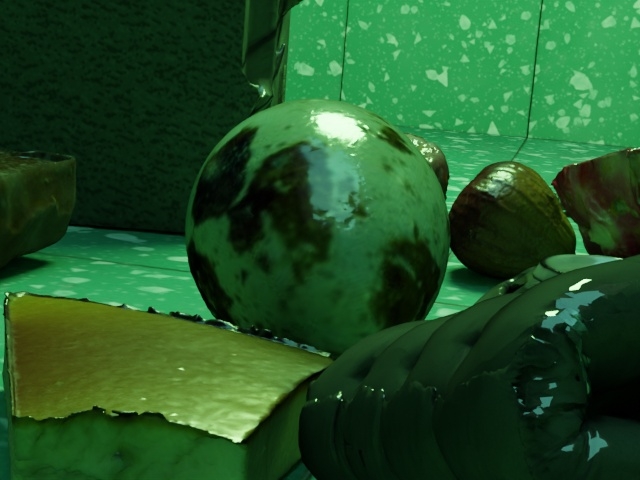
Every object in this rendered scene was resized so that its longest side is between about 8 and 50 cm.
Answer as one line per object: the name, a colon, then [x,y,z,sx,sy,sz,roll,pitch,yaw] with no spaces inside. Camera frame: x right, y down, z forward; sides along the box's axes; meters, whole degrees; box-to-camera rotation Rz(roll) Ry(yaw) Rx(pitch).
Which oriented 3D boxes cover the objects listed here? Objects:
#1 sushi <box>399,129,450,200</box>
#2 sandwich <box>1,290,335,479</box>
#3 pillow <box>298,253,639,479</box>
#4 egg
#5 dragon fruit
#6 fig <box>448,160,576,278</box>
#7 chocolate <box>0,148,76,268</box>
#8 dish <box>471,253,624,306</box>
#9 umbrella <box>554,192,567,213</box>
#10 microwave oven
sushi: [0.064,-0.054,1.182,0.161,0.107,0.241,3,18,-7]
sandwich: [-0.107,0.077,0.525,0.193,0.058,0.162,10,12,17]
pillow: [0.172,0.050,0.459,0.326,0.101,0.228,-5,-10,-20]
egg: [0.000,0.000,0.693,0.169,0.169,0.231,3,21,-10]
dragon fruit: [0.321,-0.019,1.099,0.161,0.126,0.274,-1,-3,29]
fig: [0.182,0.000,1.034,0.119,0.153,0.119,-36,13,10]
chocolate: [-0.303,-0.023,0.893,0.148,0.093,0.214,9,12,18]
dish: [0.164,0.056,0.672,0.228,0.086,0.236,1,10,-17]
umbrella: [0.347,-0.044,1.434,0.044,0.044,0.269,-29,17,-10]
microwave oven: [-0.203,-0.243,1.198,0.375,0.432,0.236,4,11,4]
